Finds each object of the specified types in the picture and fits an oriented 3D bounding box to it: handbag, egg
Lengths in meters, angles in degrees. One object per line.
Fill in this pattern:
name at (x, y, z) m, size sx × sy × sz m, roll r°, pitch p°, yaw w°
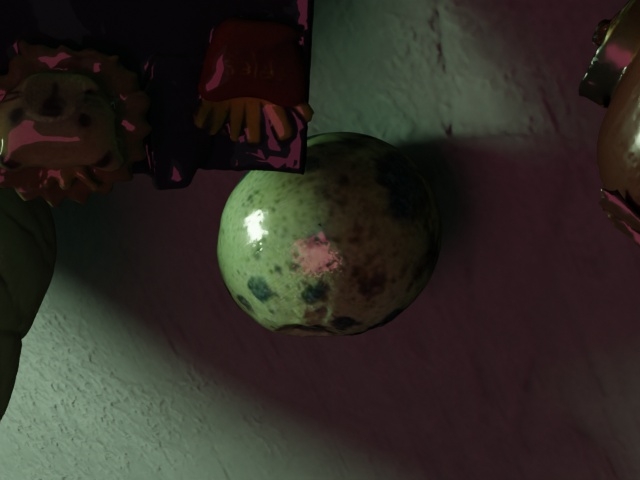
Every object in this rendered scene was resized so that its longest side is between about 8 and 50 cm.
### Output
handbag at (-0.155, -0.180, 0.858) m, size 0.303 × 0.122 × 0.329 m, roll 0°, pitch 104°, yaw -7°
egg at (0.000, 0.000, 0.994) m, size 0.182 × 0.141 × 0.141 m, roll -24°, pitch 103°, yaw 47°

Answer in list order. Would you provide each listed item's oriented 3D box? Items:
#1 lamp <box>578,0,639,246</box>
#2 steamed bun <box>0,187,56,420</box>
lamp at (0.250, -0.043, 0.767) m, size 0.258 × 0.180 × 0.180 m, roll 33°, pitch 132°, yaw 12°
steamed bun at (-0.346, -0.026, 1.123) m, size 0.383 × 0.236 × 0.247 m, roll 43°, pitch 167°, yaw 32°
